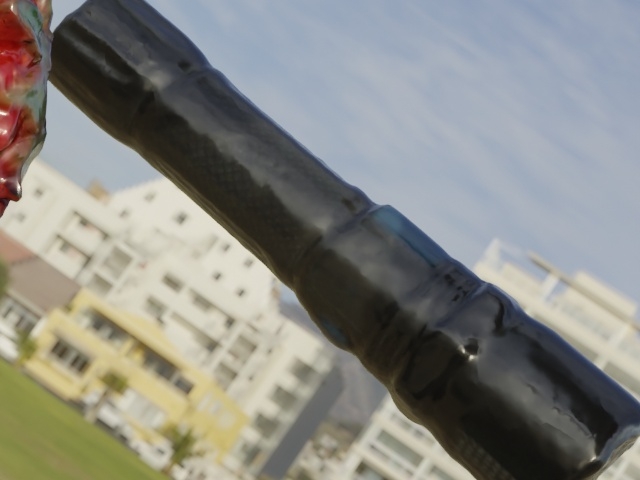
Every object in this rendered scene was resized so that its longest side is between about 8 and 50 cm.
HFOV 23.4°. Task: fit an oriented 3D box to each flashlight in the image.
[{"bbox_3d":[0.000,0.000,0.898,0.424,0.103,0.103,40,-7,13],"label":"flashlight"}]

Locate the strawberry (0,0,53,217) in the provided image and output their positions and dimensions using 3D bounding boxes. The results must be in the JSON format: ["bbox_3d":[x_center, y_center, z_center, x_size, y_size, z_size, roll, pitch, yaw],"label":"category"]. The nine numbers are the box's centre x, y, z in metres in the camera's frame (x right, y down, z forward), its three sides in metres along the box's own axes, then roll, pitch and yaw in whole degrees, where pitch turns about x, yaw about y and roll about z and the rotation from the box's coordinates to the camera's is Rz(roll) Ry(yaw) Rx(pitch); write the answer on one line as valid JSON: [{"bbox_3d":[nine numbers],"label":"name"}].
[{"bbox_3d":[-0.232,-0.072,0.624,0.236,0.190,0.111,11,16,2],"label":"strawberry"}]
